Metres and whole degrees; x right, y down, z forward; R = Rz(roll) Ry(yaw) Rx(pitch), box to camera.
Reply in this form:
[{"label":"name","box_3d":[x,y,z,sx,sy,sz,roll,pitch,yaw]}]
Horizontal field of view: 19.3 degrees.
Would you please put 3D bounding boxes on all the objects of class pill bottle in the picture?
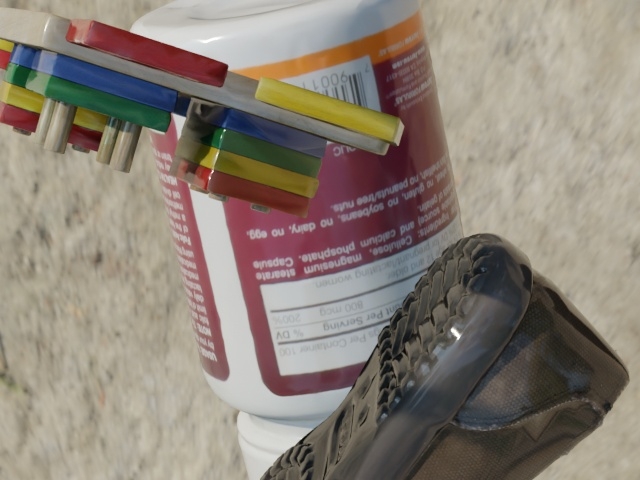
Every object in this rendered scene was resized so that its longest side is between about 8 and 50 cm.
[{"label":"pill bottle","box_3d":[0.000,0.000,1.453,0.224,0.224,0.392,-14,107,-8]}]

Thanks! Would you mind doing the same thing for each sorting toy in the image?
[{"label":"sorting toy","box_3d":[-0.055,-0.045,0.704,0.132,0.274,0.046,16,92,-20]}]

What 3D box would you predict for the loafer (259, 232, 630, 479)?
[{"label":"loafer","box_3d":[0.044,0.161,1.051,0.130,0.366,0.134,28,37,-11]}]
